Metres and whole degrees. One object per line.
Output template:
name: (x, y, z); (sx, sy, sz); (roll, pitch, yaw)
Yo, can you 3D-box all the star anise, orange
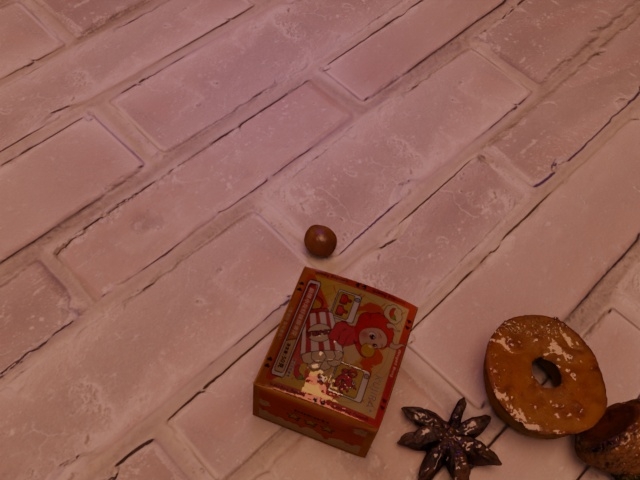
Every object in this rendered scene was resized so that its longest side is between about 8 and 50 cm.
star anise: (0.267, 0.422, 1.486); (0.212, 0.073, 0.197); (-6, 56, -8)
orange: (0.000, 0.000, 1.722); (0.084, 0.085, 0.085); (3, 58, -5)

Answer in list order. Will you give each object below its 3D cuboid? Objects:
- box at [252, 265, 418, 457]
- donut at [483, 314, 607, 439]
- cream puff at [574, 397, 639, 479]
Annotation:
box: (0.029, 0.248, 1.487); (0.259, 0.214, 0.284); (20, 58, 4)
donut: (0.474, 0.302, 1.562); (0.277, 0.108, 0.278); (3, 57, -4)
cream puff: (0.638, 0.441, 1.482); (0.183, 0.183, 0.169); (-35, 91, -25)
